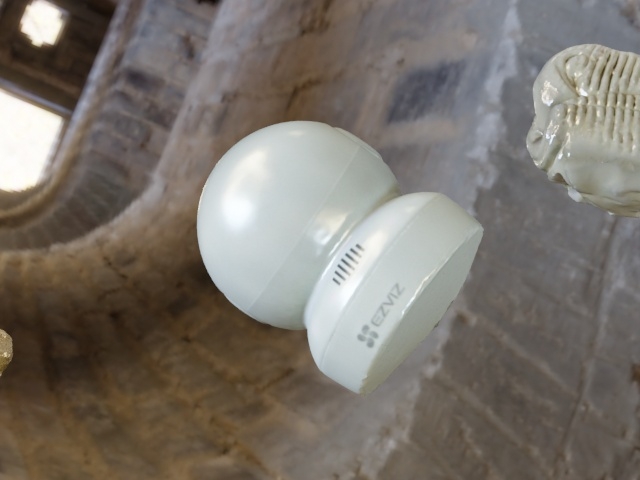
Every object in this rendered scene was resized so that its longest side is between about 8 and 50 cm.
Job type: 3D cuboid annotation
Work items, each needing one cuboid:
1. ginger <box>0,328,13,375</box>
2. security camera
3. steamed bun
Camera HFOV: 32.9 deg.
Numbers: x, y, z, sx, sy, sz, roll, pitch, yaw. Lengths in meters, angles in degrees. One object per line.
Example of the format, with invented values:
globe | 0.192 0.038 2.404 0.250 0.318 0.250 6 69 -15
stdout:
ginger | -0.336 0.203 0.913 0.089 0.288 0.075 7 149 22
security camera | 0.000 0.000 0.956 0.236 0.194 0.194 33 -179 15
steamed bun | 0.344 -0.109 1.222 0.218 0.211 0.144 7 140 13
